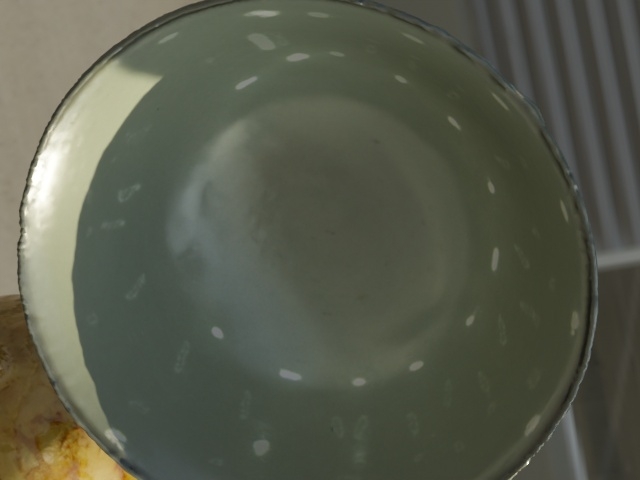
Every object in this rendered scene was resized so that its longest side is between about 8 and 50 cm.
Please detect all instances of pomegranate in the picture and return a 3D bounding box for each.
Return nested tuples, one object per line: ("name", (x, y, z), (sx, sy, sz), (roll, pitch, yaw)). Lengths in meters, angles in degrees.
("pomegranate", (-0.243, 0.157, 1.279), (0.248, 0.248, 0.248), (-10, 90, -73))

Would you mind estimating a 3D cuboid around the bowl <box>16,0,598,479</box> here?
("bowl", (0.000, 0.000, 0.955), (0.157, 0.337, 0.337), (-63, 140, -68))
